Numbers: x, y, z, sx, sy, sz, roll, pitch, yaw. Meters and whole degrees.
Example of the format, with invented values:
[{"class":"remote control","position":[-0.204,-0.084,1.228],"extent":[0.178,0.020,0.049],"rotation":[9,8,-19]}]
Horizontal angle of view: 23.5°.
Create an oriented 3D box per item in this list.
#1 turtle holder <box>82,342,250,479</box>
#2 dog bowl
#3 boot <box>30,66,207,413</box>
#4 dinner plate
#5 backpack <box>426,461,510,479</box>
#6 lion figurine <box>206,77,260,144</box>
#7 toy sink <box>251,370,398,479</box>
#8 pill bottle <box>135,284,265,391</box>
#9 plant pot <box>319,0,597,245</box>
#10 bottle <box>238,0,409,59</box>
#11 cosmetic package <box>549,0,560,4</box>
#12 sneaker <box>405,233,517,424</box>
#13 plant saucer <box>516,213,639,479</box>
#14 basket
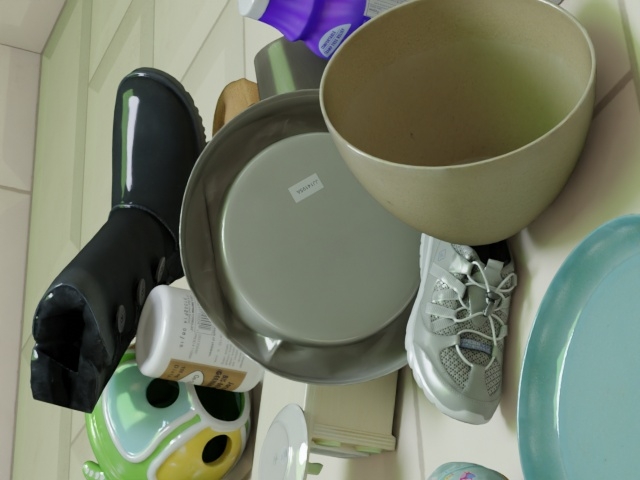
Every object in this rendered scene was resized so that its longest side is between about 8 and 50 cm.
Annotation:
[{"class":"turtle holder","position":[-0.225,0.291,2.332],"extent":[0.227,0.243,0.320],"rotation":[-33,37,37]},{"class":"dog bowl","position":[0.000,0.000,1.824],"extent":[0.102,0.348,0.349],"rotation":[146,133,-76]},{"class":"boot","position":[-0.306,-0.011,2.265],"extent":[0.445,0.146,0.367],"rotation":[-55,-36,-58]},{"class":"dinner plate","position":[-0.050,0.266,1.858],"extent":[0.141,0.017,0.141],"rotation":[-42,42,54]},{"class":"backpack","position":[0.138,0.317,1.562],"extent":[0.182,0.152,0.115],"rotation":[-61,34,9]},{"class":"lion figurine","position":[-0.109,-0.163,2.397],"extent":[0.392,0.142,0.240],"rotation":[-128,39,-53]},{"class":"toy sink","position":[0.012,0.207,1.938],"extent":[0.153,0.131,0.234],"rotation":[156,124,-64]},{"class":"pill bottle","position":[-0.137,0.147,2.198],"extent":[0.131,0.229,0.131],"rotation":[-168,90,-68]},{"class":"plant pot","position":[0.157,-0.106,1.632],"extent":[0.284,0.284,0.191],"rotation":[-103,-3,-47]},{"class":"bottle","position":[0.038,-0.276,1.926],"extent":[0.118,0.282,0.092],"rotation":[-49,36,48]},{"class":"cosmetic package","position":[0.209,-0.368,1.786],"extent":[0.085,0.117,0.231],"rotation":[140,136,-56]},{"class":"sneaker","position":[0.160,0.063,1.685],"extent":[0.115,0.105,0.281],"rotation":[131,145,-50]},{"class":"plant saucer","position":[0.283,0.134,1.435],"extent":[0.317,0.043,0.318],"rotation":[-168,90,-69]},{"class":"basket","position":[0.002,-0.148,2.009],"extent":[0.204,0.154,0.227],"rotation":[-26,73,31]}]
